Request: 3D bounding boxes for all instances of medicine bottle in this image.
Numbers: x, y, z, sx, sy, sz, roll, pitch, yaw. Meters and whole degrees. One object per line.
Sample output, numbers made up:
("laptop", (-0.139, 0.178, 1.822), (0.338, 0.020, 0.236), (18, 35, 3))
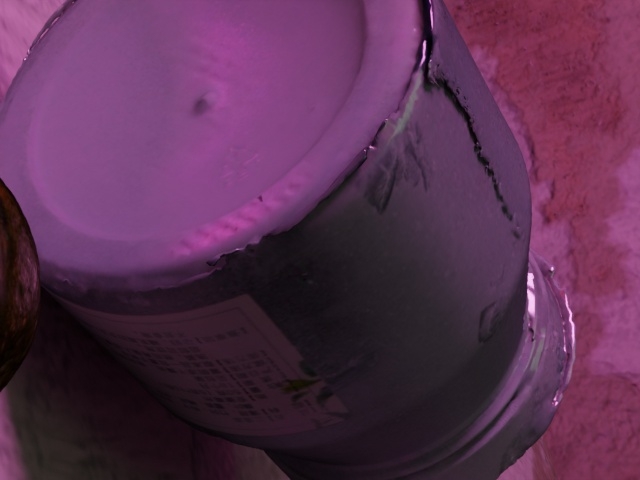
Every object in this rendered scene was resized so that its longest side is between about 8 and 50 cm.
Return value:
("medicine bottle", (0.000, 0.000, 0.998), (0.290, 0.245, 0.245), (52, 24, -47))

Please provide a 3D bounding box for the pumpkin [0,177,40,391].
("pumpkin", (-0.163, 0.015, 0.700), (0.183, 0.108, 0.119), (6, 70, -71))
